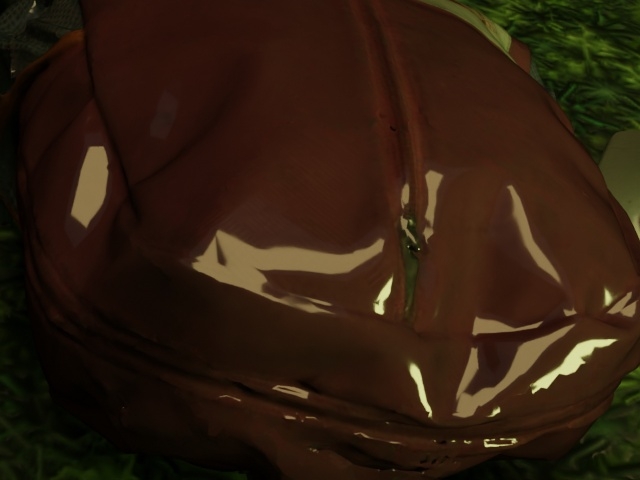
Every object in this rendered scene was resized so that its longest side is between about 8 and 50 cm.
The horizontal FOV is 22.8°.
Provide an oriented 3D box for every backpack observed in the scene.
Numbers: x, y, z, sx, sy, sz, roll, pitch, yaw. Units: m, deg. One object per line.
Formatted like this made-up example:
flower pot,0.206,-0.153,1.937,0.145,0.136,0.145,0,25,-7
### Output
backpack,0.000,0.000,0.661,0.283,0.197,0.317,6,27,-13

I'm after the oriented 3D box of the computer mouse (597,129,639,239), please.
computer mouse,0.189,-0.019,0.871,0.089,0.056,0.182,24,37,7
